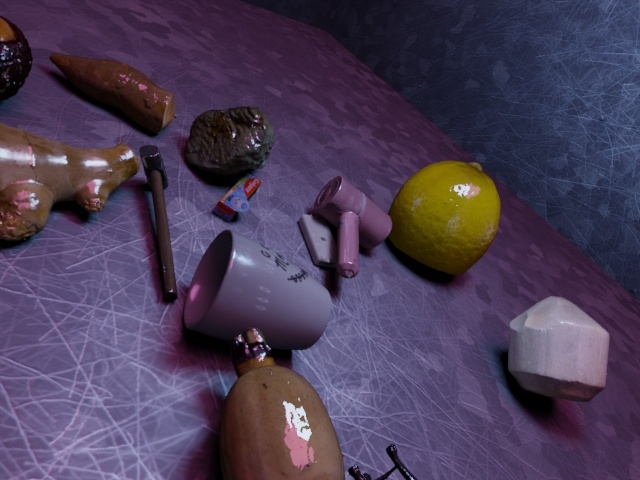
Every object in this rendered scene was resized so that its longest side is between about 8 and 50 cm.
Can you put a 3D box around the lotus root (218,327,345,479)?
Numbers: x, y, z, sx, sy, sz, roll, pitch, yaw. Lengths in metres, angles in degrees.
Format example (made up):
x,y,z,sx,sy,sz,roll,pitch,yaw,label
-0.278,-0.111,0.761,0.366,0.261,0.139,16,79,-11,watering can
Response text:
x,y,z,sx,sy,sz,roll,pitch,yaw,label
-0.071,0.272,0.649,0.183,0.182,0.309,8,40,-35,lotus root

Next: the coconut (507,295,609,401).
x,y,z,sx,sy,sz,roll,pitch,yaw,label
0.623,0.280,1.182,0.238,0.237,0.265,15,81,-28,coconut

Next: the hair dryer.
x,y,z,sx,sy,sz,roll,pitch,yaw,label
0.088,-0.006,1.197,0.210,0.125,0.352,37,33,-22,hair dryer

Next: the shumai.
x,y,z,sx,sy,sz,roll,pitch,yaw,label
-0.226,-0.259,1.239,0.256,0.188,0.218,5,-4,24,shumai

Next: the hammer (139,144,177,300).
x,y,z,sx,sy,sz,roll,pitch,yaw,label
-0.327,-0.039,0.922,0.044,0.111,0.365,-11,56,-15,hammer

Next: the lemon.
x,y,z,sx,sy,sz,roll,pitch,yaw,label
0.403,-0.093,1.420,0.365,0.364,0.364,24,33,-17,lemon

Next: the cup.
x,y,z,sx,sy,sz,roll,pitch,yaw,label
-0.124,0.098,0.869,0.234,0.186,0.258,26,4,-29,cup

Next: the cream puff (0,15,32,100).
x,y,z,sx,sy,sz,roll,pitch,yaw,label
-0.743,-0.392,0.932,0.239,0.164,0.239,24,33,-16,cream puff

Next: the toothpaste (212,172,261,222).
x,y,z,sx,sy,sz,roll,pitch,yaw,label
-0.204,-0.110,1.165,0.070,0.044,0.193,33,32,-5,toothpaste

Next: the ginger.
x,y,z,sx,sy,sz,roll,pitch,yaw,label
-0.505,-0.121,0.795,0.376,0.166,0.236,-3,39,-32,ginger

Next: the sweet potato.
x,y,z,sx,sy,sz,roll,pitch,yaw,label
-0.546,-0.417,1.189,0.337,0.131,0.131,30,32,-9,sweet potato

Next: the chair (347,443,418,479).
x,y,z,sx,sy,sz,roll,pitch,yaw,label
0.118,0.448,0.661,0.106,0.113,0.229,-4,45,-43,chair

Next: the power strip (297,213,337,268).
x,y,z,sx,sy,sz,roll,pitch,yaw,label
0.000,0.000,1.213,0.082,0.035,0.192,13,38,-34,power strip
